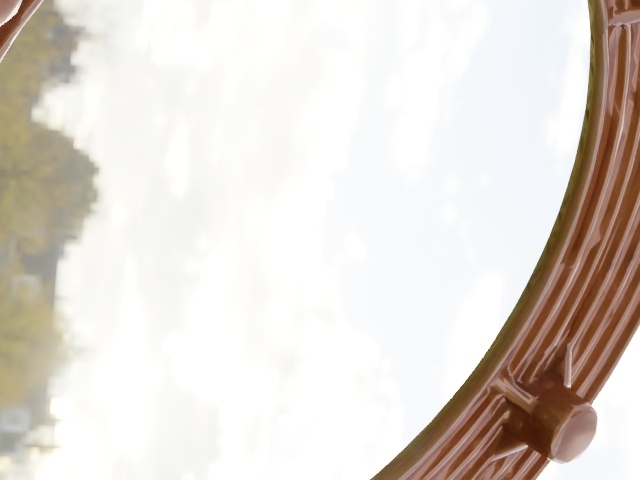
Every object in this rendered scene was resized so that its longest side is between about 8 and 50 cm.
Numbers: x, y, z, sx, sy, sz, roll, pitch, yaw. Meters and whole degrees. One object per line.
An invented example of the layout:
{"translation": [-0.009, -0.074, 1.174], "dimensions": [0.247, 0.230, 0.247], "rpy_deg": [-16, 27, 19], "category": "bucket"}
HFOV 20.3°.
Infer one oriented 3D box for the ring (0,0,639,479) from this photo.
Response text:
{"translation": [0.000, 0.000, 0.448], "dimensions": [0.032, 0.336, 0.336], "rpy_deg": [36, -56, 40], "category": "ring"}
